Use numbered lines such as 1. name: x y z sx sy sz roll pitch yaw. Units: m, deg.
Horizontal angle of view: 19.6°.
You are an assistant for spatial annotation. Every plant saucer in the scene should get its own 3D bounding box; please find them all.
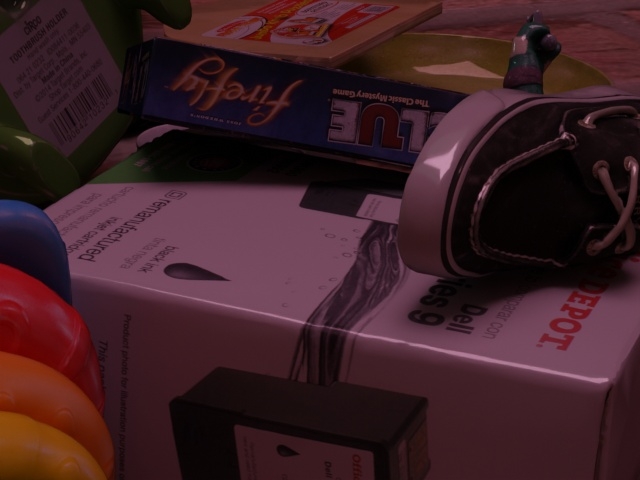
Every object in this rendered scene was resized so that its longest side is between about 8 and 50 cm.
1. plant saucer: 0.097 -0.105 1.377 0.241 0.037 0.241 3 21 -1

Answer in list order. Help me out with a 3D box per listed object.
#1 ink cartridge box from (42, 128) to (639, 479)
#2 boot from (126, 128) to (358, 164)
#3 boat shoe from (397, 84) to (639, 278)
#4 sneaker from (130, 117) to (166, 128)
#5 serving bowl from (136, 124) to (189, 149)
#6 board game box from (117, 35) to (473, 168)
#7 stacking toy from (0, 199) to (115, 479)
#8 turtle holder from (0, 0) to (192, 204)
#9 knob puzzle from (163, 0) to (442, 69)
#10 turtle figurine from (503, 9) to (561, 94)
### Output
1. ink cartridge box: 0.016 0.051 0.869 0.289 0.121 0.211 11 22 18
2. boot: -0.001 -0.002 1.085 0.190 0.076 0.208 -12 33 -28
3. boat shoe: 0.114 -0.028 0.812 0.070 0.077 0.219 18 23 32
4. sneaker: -0.144 -0.116 1.360 0.089 0.051 0.170 -14 33 -37
5. serving bowl: -0.081 -0.053 1.237 0.083 0.027 0.083 2 23 -1
6. board game box: -0.021 -0.073 1.004 0.165 0.042 0.243 9 3 -9
7. stacking toy: -0.122 0.131 0.653 0.166 0.175 0.302 -10 37 -23
8. turtle holder: -0.263 -0.154 1.127 0.227 0.243 0.320 -4 -26 40
9. knob puzzle: -0.032 -0.153 1.395 0.213 0.030 0.213 -4 21 1
10. turtle figurine: 0.157 -0.030 1.110 0.175 0.118 0.234 40 13 -22
